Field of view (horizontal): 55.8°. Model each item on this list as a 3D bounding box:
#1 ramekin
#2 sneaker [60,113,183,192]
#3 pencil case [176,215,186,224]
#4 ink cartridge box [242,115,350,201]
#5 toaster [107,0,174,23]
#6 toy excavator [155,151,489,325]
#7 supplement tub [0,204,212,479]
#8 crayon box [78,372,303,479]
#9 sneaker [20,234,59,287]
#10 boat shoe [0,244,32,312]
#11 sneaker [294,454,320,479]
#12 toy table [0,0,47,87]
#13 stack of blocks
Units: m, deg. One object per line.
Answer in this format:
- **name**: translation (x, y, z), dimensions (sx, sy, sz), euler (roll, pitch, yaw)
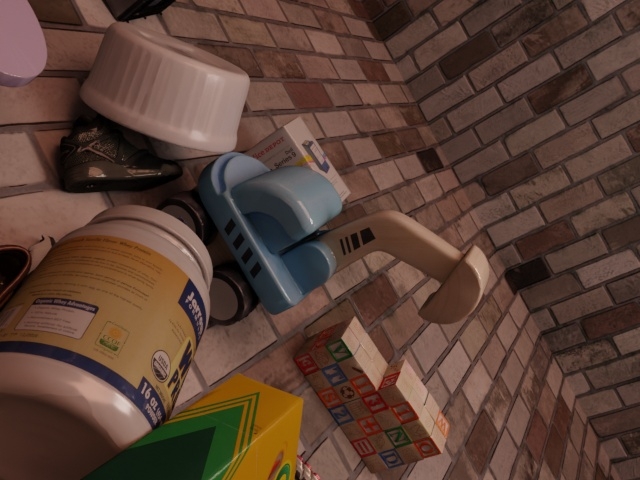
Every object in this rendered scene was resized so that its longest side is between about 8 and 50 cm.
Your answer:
- **ramekin**: translation (-0.257, -0.269, 1.049), dimensions (0.277, 0.135, 0.277), euler (22, 18, -7)
- **sneaker**: translation (-0.333, -0.150, 1.016), dimensions (0.227, 0.087, 0.130), euler (-7, 77, -52)
- **pencil case**: translation (-0.269, 0.014, 0.912), dimensions (0.070, 0.152, 0.064), euler (58, 32, -13)
- **ink cartridge box**: translation (-0.059, -0.145, 1.353), dimensions (0.212, 0.154, 0.093), euler (57, 32, -9)
- **toaster**: translation (-0.340, -0.544, 1.238), dimensions (0.110, 0.186, 0.168), euler (57, 31, -15)
- **toy excavator**: translation (0.000, 0.000, 1.035), dimensions (0.433, 0.445, 0.222), euler (59, 31, -3)
- **supplement tub**: translation (-0.268, 0.121, 0.743), dimensions (0.228, 0.228, 0.316), euler (46, 31, -23)
- **crayon box**: translation (-0.152, 0.374, 0.642), dimensions (0.313, 0.106, 0.363), euler (-22, 124, -59)
- **sneaker**: translation (-0.392, 0.034, 0.834), dimensions (0.044, 0.040, 0.109), euler (33, 34, -13)
- **boat shoe**: translation (-0.441, 0.092, 0.617), dimensions (0.123, 0.123, 0.342), euler (58, 30, -5)
- **sneaker**: translation (-0.031, 0.453, 0.949), dimensions (0.112, 0.121, 0.299), euler (-27, 79, -29)
- **toy table**: translation (-0.511, -0.294, 0.800), dimensions (0.274, 0.161, 0.252), euler (60, 30, -4)
- **stack of blocks**: translation (0.104, 0.304, 1.209), dimensions (0.297, 0.171, 0.087), euler (56, 31, -7)
